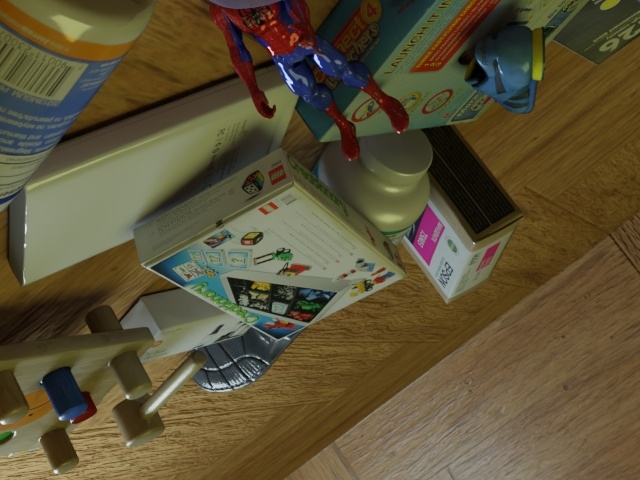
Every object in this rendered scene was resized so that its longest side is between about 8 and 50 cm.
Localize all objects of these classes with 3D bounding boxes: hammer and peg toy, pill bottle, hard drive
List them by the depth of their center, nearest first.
[{"bbox_3d":[-0.246,-0.106,0.766,0.272,0.152,0.152,-44,160,30],"label":"pill bottle"},{"bbox_3d":[-0.173,-0.069,1.168,0.307,0.040,0.203,-25,160,-27],"label":"hard drive"},{"bbox_3d":[-0.323,0.187,1.406,0.361,0.127,0.266,-4,146,-50],"label":"hammer and peg toy"},{"bbox_3d":[0.046,-0.045,1.444,0.146,0.146,0.264,-21,158,-36],"label":"pill bottle"}]

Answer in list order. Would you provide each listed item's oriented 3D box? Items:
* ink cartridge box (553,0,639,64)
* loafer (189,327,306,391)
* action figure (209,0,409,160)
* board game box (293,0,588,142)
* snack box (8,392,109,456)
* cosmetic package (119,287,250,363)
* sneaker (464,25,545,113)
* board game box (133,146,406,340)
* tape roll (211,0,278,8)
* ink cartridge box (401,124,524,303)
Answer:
[{"bbox_3d":[0.430,-0.338,1.396,0.303,0.072,0.307,-36,155,27],"label":"ink cartridge box"},{"bbox_3d":[-0.085,0.140,1.748,0.302,0.109,0.095,-39,173,34],"label":"loafer"},{"bbox_3d":[-0.010,-0.145,1.009,0.091,0.139,0.280,-30,138,18],"label":"action figure"},{"bbox_3d":[0.154,-0.246,1.209,0.302,0.086,0.308,-13,152,-48],"label":"board game box"},{"bbox_3d":[-0.386,0.254,1.632,0.141,0.037,0.100,-45,158,30],"label":"snack box"},{"bbox_3d":[-0.177,0.110,1.593,0.239,0.060,0.099,-12,151,-50],"label":"cosmetic package"},{"bbox_3d":[0.197,-0.184,1.223,0.082,0.069,0.209,-2,174,7],"label":"sneaker"},{"bbox_3d":[-0.047,0.017,1.290,0.193,0.053,0.305,-27,150,15],"label":"board game box"},{"bbox_3d":[-0.033,-0.268,0.839,0.189,0.080,0.189,-30,162,-11],"label":"tape roll"},{"bbox_3d":[0.176,-0.042,1.603,0.088,0.193,0.235,-29,161,-16],"label":"ink cartridge box"}]
